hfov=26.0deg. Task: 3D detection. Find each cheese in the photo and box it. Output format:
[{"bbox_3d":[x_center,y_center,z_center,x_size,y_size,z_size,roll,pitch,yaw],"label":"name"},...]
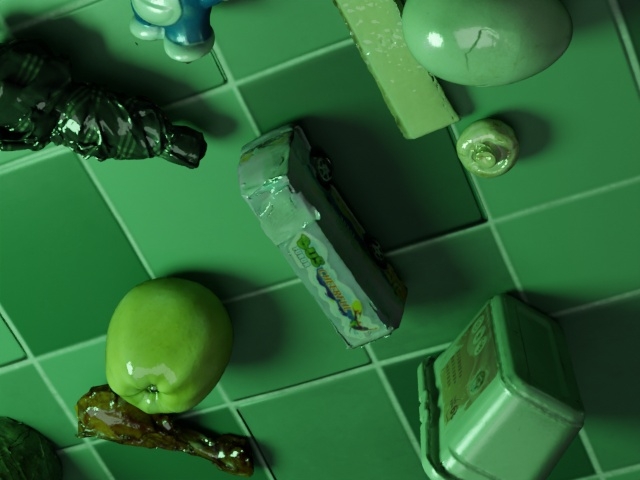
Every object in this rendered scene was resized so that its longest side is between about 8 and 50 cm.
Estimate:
[{"bbox_3d":[0.063,-0.301,1.760,0.085,0.034,0.400,-18,118,23],"label":"cheese"}]

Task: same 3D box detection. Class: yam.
[{"bbox_3d":[-0.529,0.408,2.154,0.203,0.271,0.201,-17,117,10],"label":"yam"}]

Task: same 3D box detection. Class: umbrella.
[{"bbox_3d":[-0.319,-0.182,1.842,0.337,0.154,0.128,7,164,-17],"label":"umbrella"}]

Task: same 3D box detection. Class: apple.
[{"bbox_3d":[-0.220,0.152,2.001,0.200,0.200,0.200,3,123,5],"label":"apple"}]

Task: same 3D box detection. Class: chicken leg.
[{"bbox_3d":[-0.238,0.301,2.162,0.304,0.093,0.113,23,140,-17],"label":"chicken leg"}]

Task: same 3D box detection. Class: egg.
[{"bbox_3d":[0.204,-0.263,1.694,0.209,0.151,0.151,6,123,3],"label":"egg"}]

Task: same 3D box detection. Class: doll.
[{"bbox_3d":[-0.185,-0.348,1.689,0.215,0.161,0.256,24,130,23],"label":"doll"}]

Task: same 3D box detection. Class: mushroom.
[{"bbox_3d":[0.222,-0.120,1.834,0.084,0.067,0.083,7,125,11],"label":"mushroom"}]

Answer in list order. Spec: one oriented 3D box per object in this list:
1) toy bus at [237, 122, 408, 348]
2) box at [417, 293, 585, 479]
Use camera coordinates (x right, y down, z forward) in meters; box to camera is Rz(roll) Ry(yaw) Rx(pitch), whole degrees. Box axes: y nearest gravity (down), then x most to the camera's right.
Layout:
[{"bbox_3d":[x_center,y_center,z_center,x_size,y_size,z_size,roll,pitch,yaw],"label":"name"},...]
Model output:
[{"bbox_3d":[0.000,0.000,1.898,0.112,0.138,0.317,-26,118,20],"label":"toy bus"},{"bbox_3d":[0.255,0.217,1.916,0.175,0.312,0.182,29,112,-11],"label":"box"}]
